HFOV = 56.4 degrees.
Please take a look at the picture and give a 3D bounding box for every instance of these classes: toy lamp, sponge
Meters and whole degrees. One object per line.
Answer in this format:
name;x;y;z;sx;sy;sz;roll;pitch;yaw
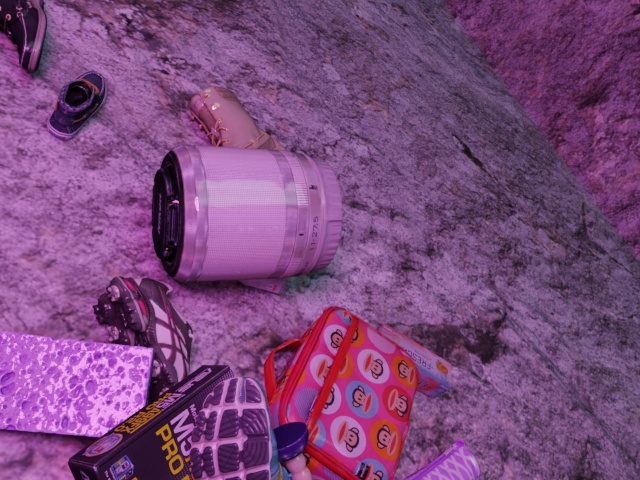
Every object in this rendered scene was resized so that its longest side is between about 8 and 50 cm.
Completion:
toy lamp;-0.001;0.395;0.844;0.080;0.080;0.274;-33;106;-49
sponge;-0.321;0.182;0.746;0.210;0.031;0.117;8;68;-10

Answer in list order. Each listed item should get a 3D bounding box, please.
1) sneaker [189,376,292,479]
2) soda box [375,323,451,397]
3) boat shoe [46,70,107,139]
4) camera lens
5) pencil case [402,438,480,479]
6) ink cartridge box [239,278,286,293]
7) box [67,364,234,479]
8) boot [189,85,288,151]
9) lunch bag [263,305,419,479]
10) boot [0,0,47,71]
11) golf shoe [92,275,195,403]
sneaker;-0.086;0.298;0.737;0.110;0.107;0.275;-20;104;-70
soda box;0.175;0.241;1.186;0.183;0.058;0.063;32;43;-17
boat shoe;-0.412;-0.257;1.046;0.065;0.083;0.183;29;44;-21
camera lens;-0.129;-0.043;0.988;0.274;0.219;0.219;-1;59;-26
pencil case;0.200;0.425;1.040;0.206;0.086;0.088;-13;102;-47
ink cartridge box;-0.147;0.013;1.114;0.179;0.045;0.145;14;49;-10
box;-0.160;0.326;0.744;0.216;0.060;0.270;-30;107;-49
boot;-0.199;-0.199;1.177;0.203;0.095;0.262;50;39;2
lunch bag;0.023;0.258;1.004;0.258;0.120;0.293;37;41;-7
boot;-0.569;-0.390;1.015;0.179;0.085;0.236;5;50;-36
golf shoe;-0.222;0.170;0.867;0.120;0.105;0.272;-4;63;-53
